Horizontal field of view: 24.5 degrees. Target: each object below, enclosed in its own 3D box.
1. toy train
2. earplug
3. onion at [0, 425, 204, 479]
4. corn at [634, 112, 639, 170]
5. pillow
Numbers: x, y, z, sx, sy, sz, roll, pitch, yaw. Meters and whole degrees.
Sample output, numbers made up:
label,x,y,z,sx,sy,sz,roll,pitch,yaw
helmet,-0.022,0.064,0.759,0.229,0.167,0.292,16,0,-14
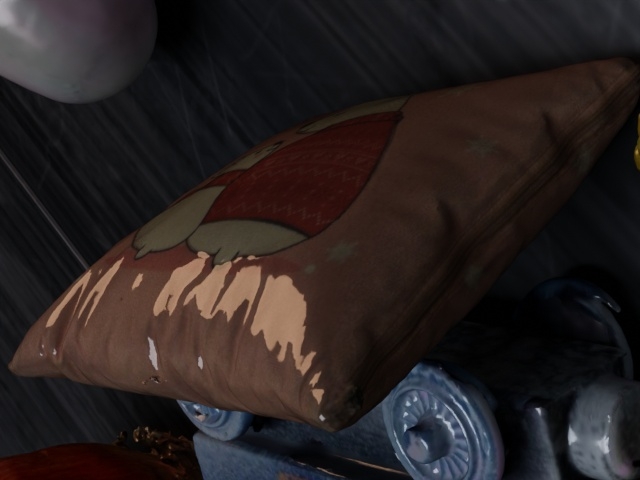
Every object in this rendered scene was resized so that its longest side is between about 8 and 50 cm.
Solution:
label,x,y,z,sx,sy,sz,roll,pitch,yaw
toy train,0.043,0.117,0.734,0.300,0.131,0.202,8,119,49
earplug,-0.204,-0.201,0.835,0.301,0.172,0.172,50,142,9
onion,-0.123,0.207,0.982,0.230,0.163,0.230,38,163,13
corn,0.216,-0.064,0.439,0.292,0.101,0.101,-26,90,51
pillow,0.000,0.000,0.644,0.236,0.223,0.084,-6,120,50
